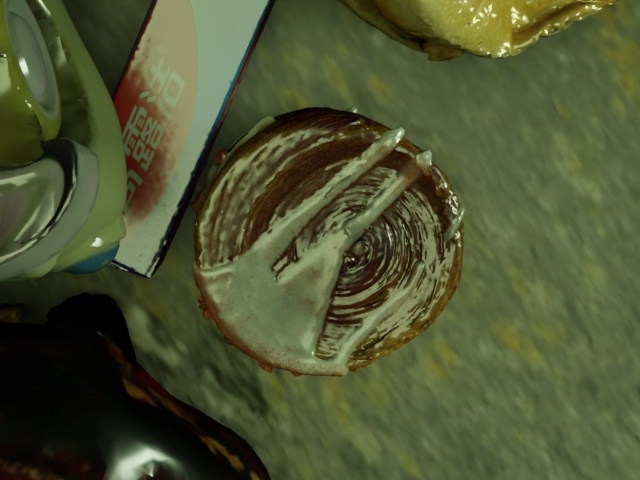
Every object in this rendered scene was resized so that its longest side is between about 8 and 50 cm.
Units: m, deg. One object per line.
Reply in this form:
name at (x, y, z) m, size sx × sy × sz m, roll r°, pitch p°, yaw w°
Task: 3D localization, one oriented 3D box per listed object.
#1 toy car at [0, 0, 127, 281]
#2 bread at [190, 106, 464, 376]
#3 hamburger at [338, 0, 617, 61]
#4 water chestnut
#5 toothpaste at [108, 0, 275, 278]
toy car at (-0.244, -0.116, 0.719) m, size 0.242 × 0.226 × 0.336 m, roll -17°, pitch 84°, yaw 4°
bread at (0.000, 0.000, 0.819) m, size 0.160 × 0.073 × 0.160 m, roll -2°, pitch 102°, yaw -8°
hamburger at (0.087, -0.197, 0.745) m, size 0.214 × 0.108 × 0.213 m, roll -9°, pitch 112°, yaw -23°
water chestnut at (-0.160, 0.155, 0.766) m, size 0.289 × 0.289 × 0.244 m, roll 11°, pitch 92°, yaw 1°
toothpaste at (-0.060, -0.138, 0.811) m, size 0.066 × 0.076 × 0.320 m, roll 23°, pitch 98°, yaw -3°
